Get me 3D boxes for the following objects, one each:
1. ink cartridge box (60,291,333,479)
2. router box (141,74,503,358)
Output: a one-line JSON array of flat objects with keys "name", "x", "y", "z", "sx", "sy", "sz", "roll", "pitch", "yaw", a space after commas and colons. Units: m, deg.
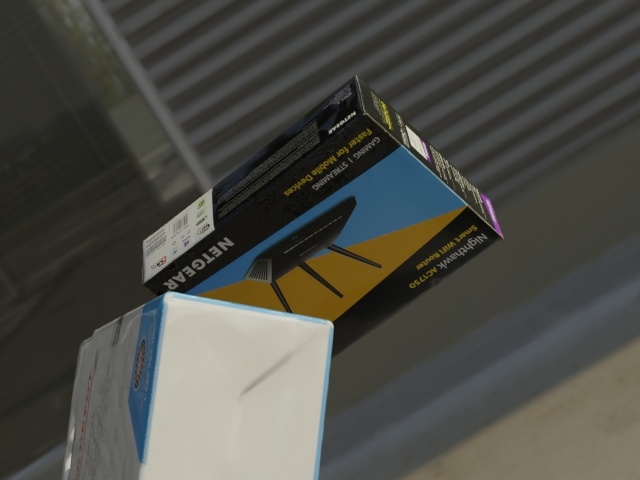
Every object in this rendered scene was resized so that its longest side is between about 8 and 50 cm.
[{"name": "ink cartridge box", "x": -0.054, "y": 0.083, "z": 0.529, "sx": 0.060, "sy": 0.104, "sz": 0.180, "roll": 9, "pitch": -11, "yaw": -16}, {"name": "router box", "x": 0.000, "y": 0.000, "z": 0.870, "sx": 0.179, "sy": 0.133, "sz": 0.046, "roll": -37, "pitch": 35, "yaw": 22}]
